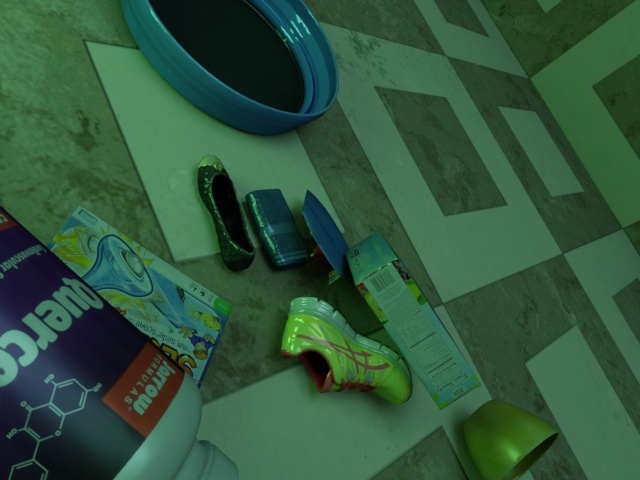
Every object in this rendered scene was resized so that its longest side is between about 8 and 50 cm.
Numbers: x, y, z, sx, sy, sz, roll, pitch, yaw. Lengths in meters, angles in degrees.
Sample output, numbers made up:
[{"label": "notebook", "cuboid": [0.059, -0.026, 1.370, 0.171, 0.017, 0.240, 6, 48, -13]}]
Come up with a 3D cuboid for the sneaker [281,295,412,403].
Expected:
[{"label": "sneaker", "cuboid": [0.029, 0.165, 0.718, 0.209, 0.081, 0.094, 36, 52, -15]}]

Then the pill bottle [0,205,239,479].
[{"label": "pill bottle", "cuboid": [-0.218, 0.116, 0.408, 0.323, 0.181, 0.181, 45, 39, -11]}]

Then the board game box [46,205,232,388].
[{"label": "board game box", "cuboid": [-0.200, 0.072, 0.576, 0.201, 0.035, 0.136, 37, 41, -20]}]

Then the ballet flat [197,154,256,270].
[{"label": "ballet flat", "cuboid": [-0.119, -0.041, 0.732, 0.058, 0.049, 0.173, 0, 62, -47]}]

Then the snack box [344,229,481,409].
[{"label": "snack box", "cuboid": [0.121, 0.101, 0.773, 0.207, 0.070, 0.174, 54, 6, -10]}]

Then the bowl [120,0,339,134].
[{"label": "bowl", "cuboid": [-0.139, -0.344, 0.917, 0.391, 0.077, 0.391, 26, 47, -31]}]

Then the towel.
[{"label": "towel", "cuboid": [-0.062, -0.016, 0.787, 0.067, 0.029, 0.119, -6, 68, -49]}]

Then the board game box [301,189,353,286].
[{"label": "board game box", "cuboid": [0.000, 0.000, 0.824, 0.133, 0.033, 0.168, 56, 14, -18]}]

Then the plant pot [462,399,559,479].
[{"label": "plant pot", "cuboid": [0.271, 0.296, 0.831, 0.134, 0.134, 0.095, 1, 36, -45]}]
